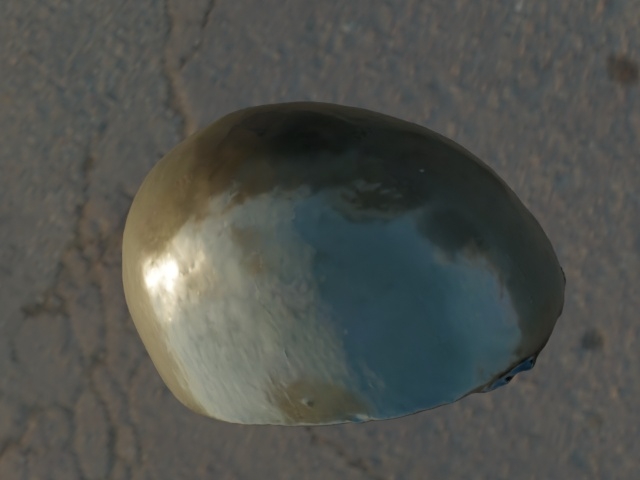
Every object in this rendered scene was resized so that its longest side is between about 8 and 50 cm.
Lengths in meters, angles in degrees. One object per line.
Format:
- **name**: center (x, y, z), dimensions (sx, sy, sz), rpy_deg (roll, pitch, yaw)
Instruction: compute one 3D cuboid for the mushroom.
- **mushroom**: center (0.000, 0.000, 0.744), dimensions (0.188, 0.141, 0.117), rpy_deg (2, 140, 28)
